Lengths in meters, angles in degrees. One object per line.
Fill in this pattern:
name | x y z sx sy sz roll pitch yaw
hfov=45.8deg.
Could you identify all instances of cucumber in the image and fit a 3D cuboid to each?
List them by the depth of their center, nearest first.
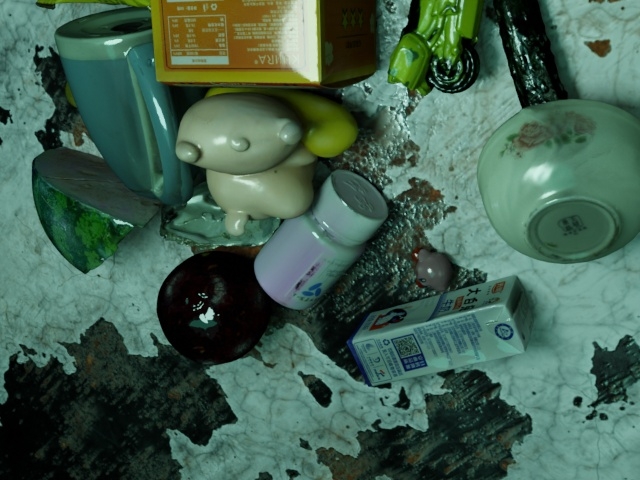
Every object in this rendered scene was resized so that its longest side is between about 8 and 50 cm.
cucumber | 0.328 -0.277 1.175 0.072 0.081 0.303 -6 112 57

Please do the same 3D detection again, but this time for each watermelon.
watermelon | -0.461 -0.032 1.521 0.319 0.292 0.222 18 114 6

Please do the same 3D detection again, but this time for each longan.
longan | -0.475 -0.297 1.519 0.075 0.083 0.075 -11 136 -11

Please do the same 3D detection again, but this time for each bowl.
bowl | 0.375 -0.063 1.150 0.277 0.145 0.277 6 138 6

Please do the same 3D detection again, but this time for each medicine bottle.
medicine bottle | 0.000 0.000 1.394 0.152 0.152 0.254 44 121 2

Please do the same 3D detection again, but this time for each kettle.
kettle | -0.305 -0.220 1.357 0.247 0.319 0.342 -16 119 -16

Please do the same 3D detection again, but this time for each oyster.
oyster | -0.206 -0.041 1.504 0.252 0.087 0.199 -39 83 24

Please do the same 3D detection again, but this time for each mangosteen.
mangosteen | -0.200 0.142 1.506 0.228 0.228 0.265 10 159 20

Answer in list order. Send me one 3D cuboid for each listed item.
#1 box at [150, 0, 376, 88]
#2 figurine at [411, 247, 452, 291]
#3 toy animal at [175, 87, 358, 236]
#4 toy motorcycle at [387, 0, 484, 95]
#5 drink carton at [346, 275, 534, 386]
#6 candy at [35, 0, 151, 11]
box | -0.081 -0.352 1.209 0.284 0.259 0.213 6 106 22
figurine | 0.203 0.052 1.374 0.067 0.071 0.083 -31 109 -11
toy animal | -0.085 -0.128 1.284 0.278 0.345 0.246 9 110 1
toy motorcycle | 0.169 -0.393 1.148 0.206 0.142 0.342 26 123 31
drink carton | 0.220 0.168 1.379 0.315 0.130 0.106 -18 104 28
candy | -0.349 -0.472 1.349 0.297 0.187 0.081 14 156 19
